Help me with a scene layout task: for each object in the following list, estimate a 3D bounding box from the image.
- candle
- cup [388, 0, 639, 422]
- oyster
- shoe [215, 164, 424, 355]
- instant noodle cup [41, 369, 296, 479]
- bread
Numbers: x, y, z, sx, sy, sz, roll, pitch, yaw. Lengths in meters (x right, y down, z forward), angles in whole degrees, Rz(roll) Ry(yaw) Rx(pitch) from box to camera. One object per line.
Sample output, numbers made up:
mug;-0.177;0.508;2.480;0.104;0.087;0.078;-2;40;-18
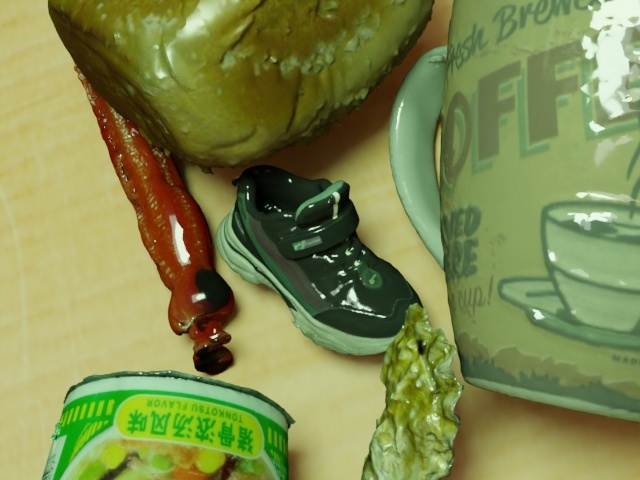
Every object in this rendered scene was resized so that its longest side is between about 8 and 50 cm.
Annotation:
candle;-0.127;-0.057;0.907;0.051;0.048;0.329;-31;64;12
cup;0.142;-0.034;0.749;0.301;0.227;0.257;10;85;51
oyster;0.056;0.105;0.760;0.045;0.146;0.122;12;63;-6
shoe;0.000;0.000;0.813;0.169;0.099;0.071;34;52;26
instant noodle cup;-0.102;0.210;0.732;0.207;0.207;0.233;-4;62;15
bread;-0.033;-0.158;0.839;0.246;0.176;0.195;-41;41;-9
